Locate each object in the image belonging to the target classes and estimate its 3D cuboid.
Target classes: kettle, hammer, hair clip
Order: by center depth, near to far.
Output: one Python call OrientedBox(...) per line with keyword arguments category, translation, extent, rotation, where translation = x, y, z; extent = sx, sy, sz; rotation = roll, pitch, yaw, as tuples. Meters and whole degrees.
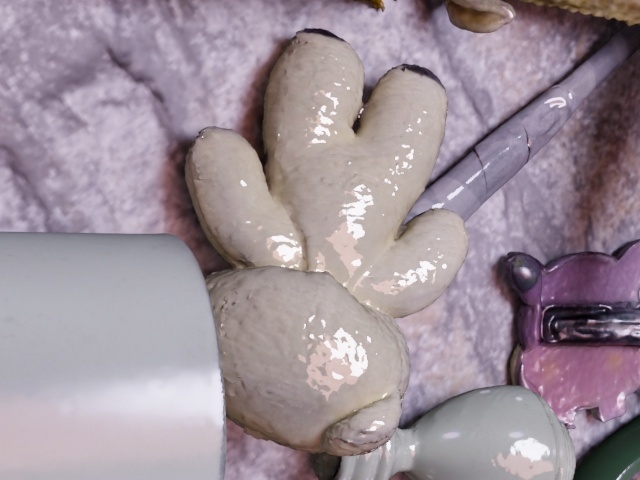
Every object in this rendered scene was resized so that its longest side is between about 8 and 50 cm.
OrientedBox(category="kettle", translation=(-0.238, 0.109, 0.566), extent=(0.318, 0.265, 0.205), rotation=(2, 56, -28))
OrientedBox(category="hammer", translation=(0.208, -0.115, 0.846), extent=(0.427, 0.044, 0.152), rotation=(-44, 110, -18))
OrientedBox(category="hair clip", translation=(0.226, 0.074, 0.868), extent=(0.187, 0.056, 0.146), rotation=(-3, 96, -18))

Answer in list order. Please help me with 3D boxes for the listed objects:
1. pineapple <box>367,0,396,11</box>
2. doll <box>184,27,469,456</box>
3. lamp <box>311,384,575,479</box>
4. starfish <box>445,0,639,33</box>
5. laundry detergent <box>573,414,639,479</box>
OrientedBox(category="pineapple", translation=(-0.022, -0.190, 0.671), extent=(0.233, 0.135, 0.079), rotation=(-3, 95, -28))
OrientedBox(category="doll", translation=(0.004, 0.002, 0.719), extent=(0.149, 0.175, 0.278), rotation=(53, 51, -63))
OrientedBox(category="lamp", translation=(0.091, 0.153, 0.776), extent=(0.193, 0.106, 0.106), rotation=(6, 91, -17))
OrientedBox(category="starfish", translation=(0.305, -0.112, 0.775), extent=(0.324, 0.082, 0.432), rotation=(-40, 85, -17))
OrientedBox(category="laundry detergent", translation=(0.268, 0.209, 0.887), extent=(0.211, 0.063, 0.137), rotation=(-47, 114, -19))
